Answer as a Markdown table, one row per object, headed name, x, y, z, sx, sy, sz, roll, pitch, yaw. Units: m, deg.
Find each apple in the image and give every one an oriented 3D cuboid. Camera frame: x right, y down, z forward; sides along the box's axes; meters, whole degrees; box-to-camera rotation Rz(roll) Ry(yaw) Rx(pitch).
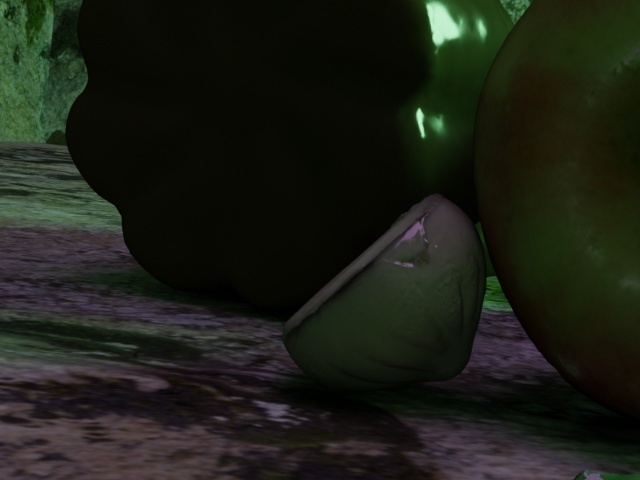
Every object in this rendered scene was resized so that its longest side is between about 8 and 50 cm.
| name | x | y | z | sx | sy | sz | roll | pitch | yaw |
| --- | --- | --- | --- | --- | --- | --- | --- | --- | --- |
| apple | 0.247 | -0.037 | 0.725 | 0.319 | 0.319 | 0.277 | 10 | -3 | 32 |

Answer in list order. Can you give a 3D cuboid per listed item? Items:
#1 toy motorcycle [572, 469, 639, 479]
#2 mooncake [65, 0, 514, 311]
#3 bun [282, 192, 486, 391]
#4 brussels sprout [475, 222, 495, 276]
| name | x | y | z | sx | sy | sz | roll | pitch | yaw |
| --- | --- | --- | --- | --- | --- | --- | --- | --- | --- |
| toy motorcycle | 0.144 | 0.108 | 0.396 | 0.190 | 0.074 | 0.106 | 5 | -3 | -12 |
| mooncake | -0.032 | -0.125 | 1.039 | 0.379 | 0.378 | 0.201 | 9 | 11 | 25 |
| bun | 0.050 | 0.045 | 0.744 | 0.094 | 0.138 | 0.138 | 49 | 5 | -3 |
| brussels sprout | 0.092 | -0.079 | 1.283 | 0.328 | 0.247 | 0.328 | 16 | -10 | 3 |
